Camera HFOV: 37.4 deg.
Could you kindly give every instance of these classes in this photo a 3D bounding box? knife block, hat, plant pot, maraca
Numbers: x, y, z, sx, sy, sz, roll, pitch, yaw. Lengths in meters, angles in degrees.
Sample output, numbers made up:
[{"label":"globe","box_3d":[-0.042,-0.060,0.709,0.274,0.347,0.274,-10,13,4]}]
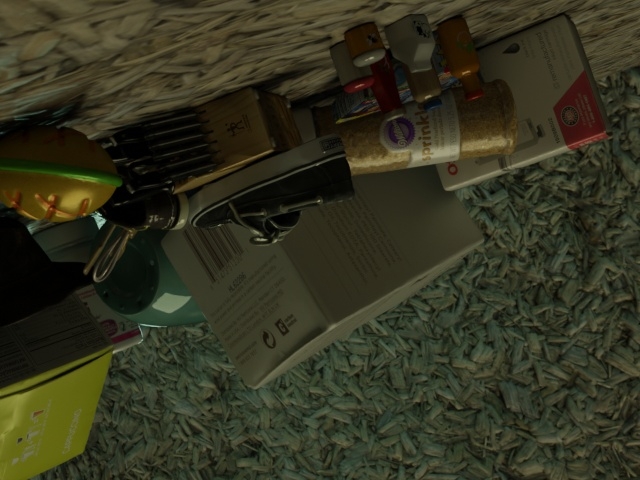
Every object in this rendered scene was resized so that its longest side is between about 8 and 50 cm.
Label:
[{"label":"knife block","box_3d":[-0.166,-0.118,1.261,0.242,0.088,0.276,-19,180,13]},{"label":"hat","box_3d":[-0.515,0.036,1.497,0.331,0.134,0.331,-10,-167,2]},{"label":"plant pot","box_3d":[-0.312,0.039,1.874,0.293,0.293,0.235,-20,176,33]},{"label":"maraca","box_3d":[-0.298,-0.071,0.982,0.186,0.099,0.127,6,175,8]}]

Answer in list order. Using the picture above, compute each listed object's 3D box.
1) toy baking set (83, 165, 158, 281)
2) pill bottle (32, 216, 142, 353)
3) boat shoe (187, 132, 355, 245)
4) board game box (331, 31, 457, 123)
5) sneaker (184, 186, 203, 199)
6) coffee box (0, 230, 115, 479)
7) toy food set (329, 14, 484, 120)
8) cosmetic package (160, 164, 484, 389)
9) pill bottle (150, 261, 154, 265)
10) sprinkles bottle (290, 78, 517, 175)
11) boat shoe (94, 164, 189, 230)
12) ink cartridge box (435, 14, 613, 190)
[{"label":"toy baking set","box_3d":[-0.293,-0.031,1.491,0.197,0.030,0.256,-61,-179,16]},{"label":"pill bottle","box_3d":[-0.490,0.104,1.970,0.160,0.283,0.160,-20,180,0]},{"label":"boat shoe","box_3d":[-0.071,-0.048,1.277,0.306,0.105,0.113,-20,180,40]},{"label":"board game box","box_3d":[0.124,-0.235,1.312,0.194,0.060,0.194,-19,179,-17]},{"label":"sneaker","box_3d":[-0.248,-0.091,1.762,0.209,0.082,0.069,-18,-178,10]},{"label":"coffee box","box_3d":[-0.628,0.242,1.725,0.338,0.334,0.337,-19,145,-42]},{"label":"toy food set","box_3d":[0.103,-0.204,1.155,0.111,0.104,0.232,-20,180,37]},{"label":"cosmetic package","box_3d":[0.000,0.000,1.693,0.394,0.327,0.329,-27,169,-37]},{"label":"pill bottle","box_3d":[-0.361,0.026,2.199,0.123,0.219,0.123,-19,180,0]},{"label":"sprinkles bottle","box_3d":[0.118,-0.167,1.462,0.355,0.121,0.121,-9,179,-2]},{"label":"boat shoe","box_3d":[-0.281,-0.062,1.333,0.228,0.081,0.069,13,-167,42]},{"label":"ink cartridge box","box_3d":[0.313,-0.222,1.577,0.283,0.207,0.117,-20,179,24]}]
